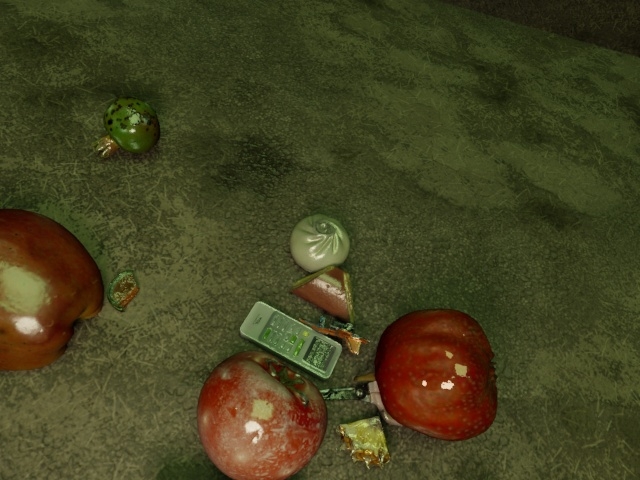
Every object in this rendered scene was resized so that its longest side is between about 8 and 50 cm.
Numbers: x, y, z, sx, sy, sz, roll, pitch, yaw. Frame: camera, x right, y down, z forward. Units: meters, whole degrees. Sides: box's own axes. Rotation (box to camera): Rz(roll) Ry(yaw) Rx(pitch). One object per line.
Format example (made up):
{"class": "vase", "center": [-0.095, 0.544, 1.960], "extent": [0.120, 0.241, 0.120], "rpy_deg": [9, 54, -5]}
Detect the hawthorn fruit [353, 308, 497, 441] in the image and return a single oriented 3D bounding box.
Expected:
{"class": "hawthorn fruit", "center": [0.231, 0.304, 1.072], "extent": [0.330, 0.287, 0.287], "rpy_deg": [-10, 54, 20]}

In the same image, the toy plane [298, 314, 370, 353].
{"class": "toy plane", "center": [0.036, 0.219, 1.171], "extent": [0.188, 0.135, 0.062], "rpy_deg": [28, 77, 16]}

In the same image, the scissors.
{"class": "scissors", "center": [0.121, 0.374, 1.148], "extent": [0.317, 0.024, 0.160], "rpy_deg": [2, 58, -13]}

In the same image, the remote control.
{"class": "remote control", "center": [-0.073, 0.249, 1.171], "extent": [0.250, 0.034, 0.103], "rpy_deg": [29, 56, 4]}

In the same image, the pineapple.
{"class": "pineapple", "center": [0.104, 0.447, 1.071], "extent": [0.137, 0.069, 0.116], "rpy_deg": [32, 57, 8]}

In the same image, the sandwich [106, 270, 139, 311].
{"class": "sandwich", "center": [-0.485, 0.119, 1.150], "extent": [0.069, 0.026, 0.101], "rpy_deg": [23, 55, 2]}

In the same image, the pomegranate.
{"class": "pomegranate", "center": [-0.555, -0.316, 1.341], "extent": [0.205, 0.159, 0.159], "rpy_deg": [-40, 73, -5]}

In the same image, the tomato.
{"class": "tomato", "center": [-0.126, 0.362, 0.957], "extent": [0.270, 0.270, 0.227], "rpy_deg": [33, 91, 7]}

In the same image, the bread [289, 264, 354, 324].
{"class": "bread", "center": [0.023, 0.129, 1.233], "extent": [0.192, 0.119, 0.067], "rpy_deg": [26, 13, 6]}

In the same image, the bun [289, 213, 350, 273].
{"class": "bun", "center": [0.000, 0.000, 1.298], "extent": [0.172, 0.120, 0.173], "rpy_deg": [6, 56, -9]}

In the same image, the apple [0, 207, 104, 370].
{"class": "apple", "center": [-0.687, 0.107, 1.052], "extent": [0.364, 0.295, 0.329], "rpy_deg": [26, 93, 4]}
